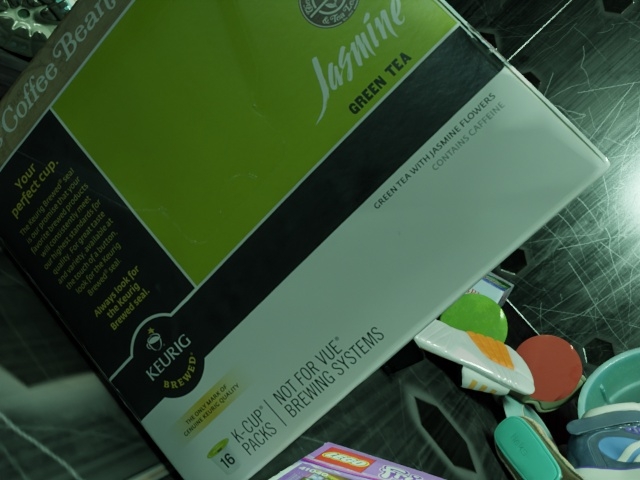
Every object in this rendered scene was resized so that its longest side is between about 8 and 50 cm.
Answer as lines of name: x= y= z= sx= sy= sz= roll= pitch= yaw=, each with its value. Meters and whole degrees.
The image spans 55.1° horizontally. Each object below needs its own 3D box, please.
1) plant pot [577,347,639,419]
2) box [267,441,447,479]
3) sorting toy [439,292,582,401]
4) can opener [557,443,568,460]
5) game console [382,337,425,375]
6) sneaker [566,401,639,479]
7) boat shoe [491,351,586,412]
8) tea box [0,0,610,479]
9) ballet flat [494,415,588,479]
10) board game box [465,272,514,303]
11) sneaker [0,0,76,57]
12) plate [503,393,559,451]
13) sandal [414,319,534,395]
plant pot: x=0.755 y=0.457 z=1.288 sx=0.341 sy=0.341 sz=0.334 roll=-107 pitch=170 yaw=-61
box: x=0.093 y=0.207 z=0.355 sx=0.293 sy=0.057 sz=0.201 roll=10 pitch=1 yaw=24
sorting toy: x=0.330 y=0.177 z=1.212 sx=0.365 sy=0.127 sz=0.126 roll=29 pitch=9 yaw=20
can opener: x=0.547 y=0.510 z=1.162 sx=0.280 sy=0.074 sz=0.093 roll=-116 pitch=-168 yaw=-46
game console: x=0.094 y=0.120 z=0.870 sx=0.122 sy=0.071 sz=0.107 roll=56 pitch=16 yaw=5
sneaker: x=0.595 y=0.364 z=1.067 sx=0.236 sy=0.323 sz=0.130 roll=-49 pitch=116 yaw=-42
boat shoe: x=0.452 y=0.292 z=1.322 sx=0.340 sy=0.127 sz=0.113 roll=10 pitch=32 yaw=-39
tea box: x=-0.033 y=-0.051 z=0.481 sx=0.323 sy=0.329 sz=0.220 roll=49 pitch=15 yaw=9
ballet flat: x=0.355 y=0.382 z=0.875 sx=0.106 sy=0.107 sz=0.316 roll=47 pitch=14 yaw=-27
board game box: x=0.285 y=0.057 z=1.433 sx=0.319 sy=0.066 sz=0.318 roll=31 pitch=9 yaw=18
sneaker: x=-0.298 y=-0.266 z=0.769 sx=0.283 sy=0.110 sz=0.122 roll=26 pitch=21 yaw=-54
plate: x=0.400 y=0.365 z=1.132 sx=0.188 sy=0.024 sz=0.188 roll=43 pitch=24 yaw=-24
sandal: x=0.254 y=0.213 z=1.104 sx=0.265 sy=0.076 sz=0.102 roll=24 pitch=33 yaw=-4
